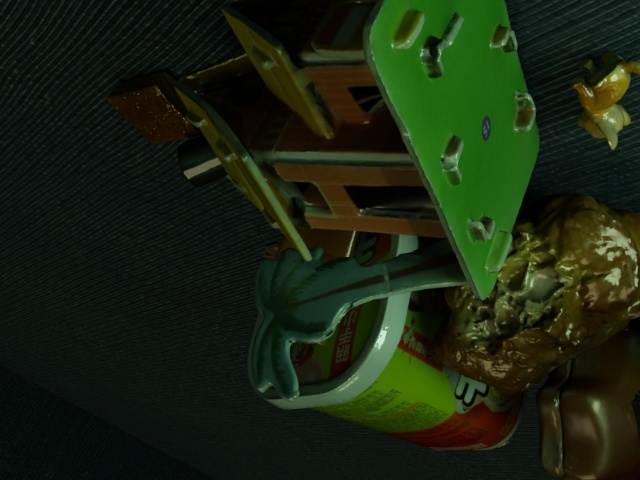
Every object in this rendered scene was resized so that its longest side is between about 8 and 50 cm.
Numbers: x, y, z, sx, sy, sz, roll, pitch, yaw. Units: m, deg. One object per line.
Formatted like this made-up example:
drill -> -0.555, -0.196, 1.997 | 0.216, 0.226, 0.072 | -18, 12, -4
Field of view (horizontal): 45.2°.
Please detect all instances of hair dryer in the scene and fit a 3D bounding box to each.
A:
hair dryer -> -0.090, -0.082, 0.983 | 0.100, 0.057, 0.198 | -19, 152, 16

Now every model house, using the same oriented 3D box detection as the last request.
model house -> -0.021, -0.071, 0.669 | 0.324, 0.340, 0.300 | 6, 146, 34

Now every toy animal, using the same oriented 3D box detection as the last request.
toy animal -> 0.259, -0.122, 0.679 | 0.081, 0.060, 0.083 | -7, 131, 43

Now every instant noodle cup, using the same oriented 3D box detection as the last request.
instant noodle cup -> 0.109, 0.140, 1.031 | 0.308, 0.294, 0.294 | 31, 150, -31

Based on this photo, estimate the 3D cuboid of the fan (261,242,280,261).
fan -> -0.016, 0.028, 1.162 | 0.152, 0.008, 0.226 | 20, 152, 3

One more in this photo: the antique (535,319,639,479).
antique -> 0.367, 0.208, 0.963 | 0.129, 0.223, 0.278 | -2, 179, 36

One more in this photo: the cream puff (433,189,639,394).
cream puff -> 0.248, 0.052, 0.834 | 0.155, 0.241, 0.269 | 59, 158, 21

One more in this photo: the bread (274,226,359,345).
bread -> 0.000, 0.000, 0.891 | 0.088, 0.226, 0.049 | 17, 178, 6

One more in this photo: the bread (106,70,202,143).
bread -> -0.198, -0.160, 0.941 | 0.094, 0.035, 0.090 | -3, 143, 37
